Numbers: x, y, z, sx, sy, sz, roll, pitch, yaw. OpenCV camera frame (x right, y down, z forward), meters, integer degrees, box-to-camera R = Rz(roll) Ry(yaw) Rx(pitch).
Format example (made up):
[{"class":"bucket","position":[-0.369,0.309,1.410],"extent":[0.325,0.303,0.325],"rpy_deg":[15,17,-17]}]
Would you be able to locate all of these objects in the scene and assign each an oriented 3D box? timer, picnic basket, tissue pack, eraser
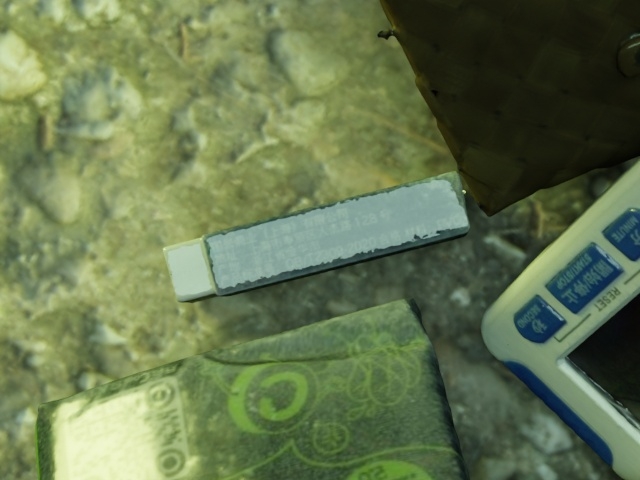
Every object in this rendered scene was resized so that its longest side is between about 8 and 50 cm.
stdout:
[{"class":"timer","position":[0.234,0.046,1.129],"extent":[0.178,0.253,0.078],"rpy_deg":[44,49,3]},{"class":"picnic basket","position":[0.185,-0.205,1.094],"extent":[0.321,0.291,0.254],"rpy_deg":[-25,48,7]},{"class":"tissue pack","position":[-0.025,0.242,1.066],"extent":[0.288,0.124,0.394],"rpy_deg":[-17,47,2]},{"class":"eraser","position":[0.000,0.000,1.201],"extent":[0.212,0.092,0.046],"rpy_deg":[-15,87,2]}]
